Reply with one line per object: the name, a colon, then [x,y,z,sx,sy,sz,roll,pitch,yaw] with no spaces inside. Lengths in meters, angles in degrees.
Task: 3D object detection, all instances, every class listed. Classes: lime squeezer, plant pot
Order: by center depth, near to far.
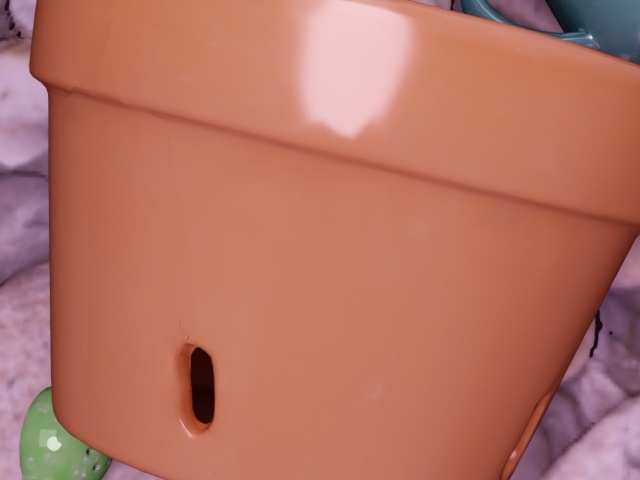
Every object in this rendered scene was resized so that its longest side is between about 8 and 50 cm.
plant pot: [0.000,0.000,0.779,0.291,0.291,0.203,15,94,15]
lime squeezer: [-0.172,0.113,0.883,0.110,0.059,0.310,38,85,19]

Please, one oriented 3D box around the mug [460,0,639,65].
mug: [0.161,-0.127,0.849,0.158,0.129,0.097,-34,71,24]
